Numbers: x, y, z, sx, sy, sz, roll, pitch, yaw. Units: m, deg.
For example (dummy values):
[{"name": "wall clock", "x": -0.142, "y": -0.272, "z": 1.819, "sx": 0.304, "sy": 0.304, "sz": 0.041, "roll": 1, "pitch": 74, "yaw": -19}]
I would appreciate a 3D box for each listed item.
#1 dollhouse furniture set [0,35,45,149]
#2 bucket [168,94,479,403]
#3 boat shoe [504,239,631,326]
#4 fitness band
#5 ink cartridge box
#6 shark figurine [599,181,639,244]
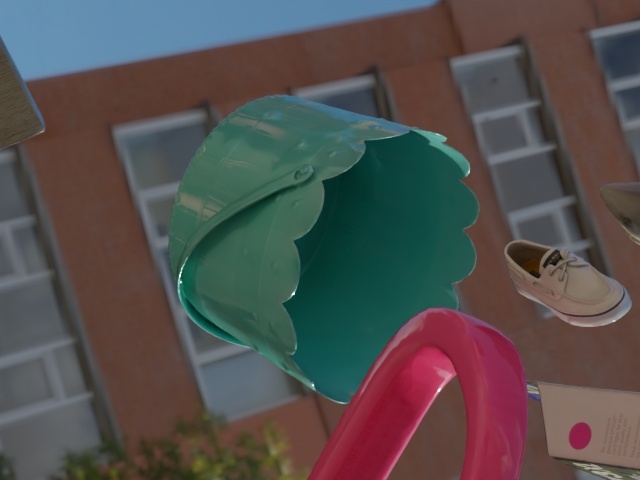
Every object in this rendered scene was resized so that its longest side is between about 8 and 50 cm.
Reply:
[{"name": "dollhouse furniture set", "x": -0.206, "y": -0.116, "z": 0.760, "sx": 0.151, "sy": 0.123, "sz": 0.144, "roll": -99, "pitch": 167, "yaw": -63}, {"name": "bucket", "x": 0.000, "y": 0.000, "z": 1.615, "sx": 0.183, "sy": 0.281, "sz": 0.281, "roll": 23, "pitch": -59, "yaw": 38}, {"name": "boat shoe", "x": 0.144, "y": 0.021, "z": 1.011, "sx": 0.100, "sy": 0.035, "sz": 0.035, "roll": 30, "pitch": -24, "yaw": 57}, {"name": "fitness band", "x": 0.032, "y": 0.175, "z": 1.016, "sx": 0.291, "sy": 0.054, "sz": 0.209, "roll": -61, "pitch": -163, "yaw": 23}, {"name": "ink cartridge box", "x": 0.299, "y": 0.158, "z": 1.211, "sx": 0.371, "sy": 0.175, "sz": 0.069, "roll": 5, "pitch": -105, "yaw": 49}, {"name": "shark figurine", "x": 0.364, "y": -0.029, "z": 1.308, "sx": 0.166, "sy": 0.278, "sz": 0.116, "roll": 53, "pitch": -43, "yaw": 20}]
